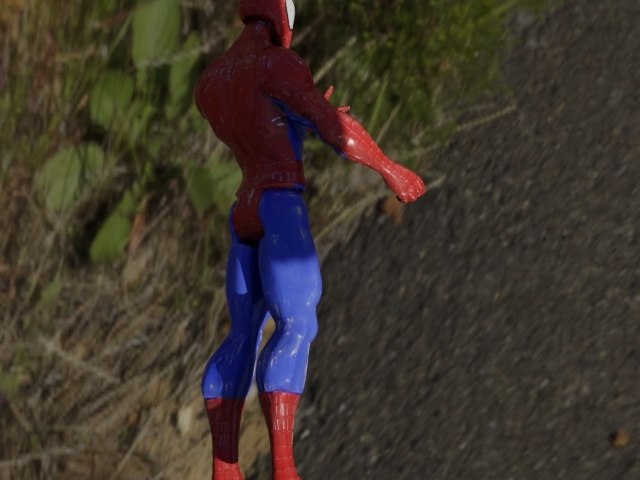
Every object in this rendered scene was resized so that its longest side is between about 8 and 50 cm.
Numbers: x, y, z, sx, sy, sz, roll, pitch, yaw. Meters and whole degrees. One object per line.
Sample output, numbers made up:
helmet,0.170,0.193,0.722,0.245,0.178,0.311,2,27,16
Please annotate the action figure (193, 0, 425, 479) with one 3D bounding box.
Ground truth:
action figure,0.000,0.000,0.790,0.139,0.091,0.280,2,82,-41
